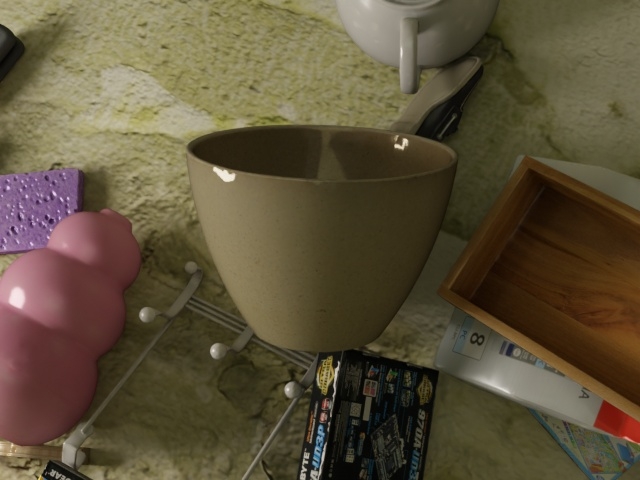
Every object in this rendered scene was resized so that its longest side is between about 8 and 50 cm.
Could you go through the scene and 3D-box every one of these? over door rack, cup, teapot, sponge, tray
[{"bbox_3d":[-0.152,0.197,1.436,0.239,0.108,0.324,25,64,13],"label":"over door rack"},{"bbox_3d":[0.000,0.000,1.376,0.331,0.331,0.237,4,106,10],"label":"cup"},{"bbox_3d":[0.128,-0.361,1.506,0.252,0.187,0.256,-42,77,-1],"label":"teapot"},{"bbox_3d":[-0.447,-0.038,1.610,0.210,0.031,0.117,-5,77,8],"label":"sponge"},{"bbox_3d":[0.351,0.080,1.249,0.411,0.076,0.203,33,90,37],"label":"tray"}]

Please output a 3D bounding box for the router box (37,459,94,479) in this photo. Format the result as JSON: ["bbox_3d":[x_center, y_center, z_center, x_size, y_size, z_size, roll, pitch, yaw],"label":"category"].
[{"bbox_3d":[-0.287,0.371,1.364,0.179,0.046,0.133,25,80,13],"label":"router box"}]

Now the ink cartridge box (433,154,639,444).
[{"bbox_3d":[0.343,0.070,1.330,0.385,0.091,0.308,15,78,51],"label":"ink cartridge box"}]

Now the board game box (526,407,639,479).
[{"bbox_3d":[0.350,0.233,1.434,0.103,0.026,0.154,-40,76,-1],"label":"board game box"}]

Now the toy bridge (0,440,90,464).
[{"bbox_3d":[-0.411,0.288,1.523,0.188,0.063,0.026,3,79,10],"label":"toy bridge"}]

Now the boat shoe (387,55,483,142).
[{"bbox_3d":[0.160,-0.169,1.539,0.206,0.075,0.065,-48,119,-8],"label":"boat shoe"}]

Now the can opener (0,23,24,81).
[{"bbox_3d":[-0.523,-0.183,1.629,0.095,0.076,0.283,36,84,10],"label":"can opener"}]

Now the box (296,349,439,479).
[{"bbox_3d":[0.060,0.255,1.406,0.051,0.175,0.220,-2,75,51],"label":"box"}]

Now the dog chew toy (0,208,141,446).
[{"bbox_3d":[-0.359,0.105,1.490,0.206,0.206,0.332,27,76,13],"label":"dog chew toy"}]
